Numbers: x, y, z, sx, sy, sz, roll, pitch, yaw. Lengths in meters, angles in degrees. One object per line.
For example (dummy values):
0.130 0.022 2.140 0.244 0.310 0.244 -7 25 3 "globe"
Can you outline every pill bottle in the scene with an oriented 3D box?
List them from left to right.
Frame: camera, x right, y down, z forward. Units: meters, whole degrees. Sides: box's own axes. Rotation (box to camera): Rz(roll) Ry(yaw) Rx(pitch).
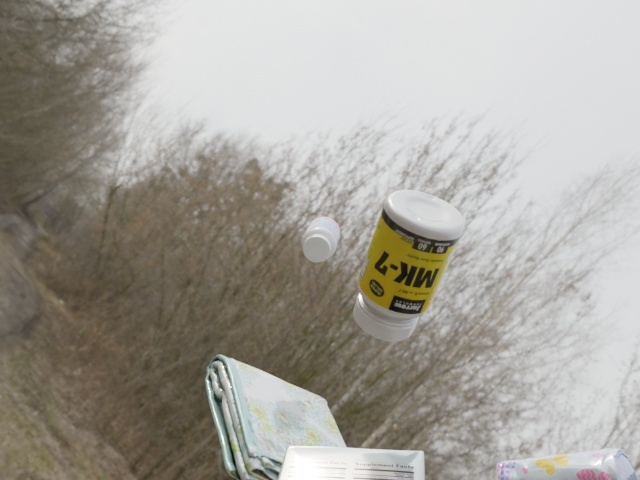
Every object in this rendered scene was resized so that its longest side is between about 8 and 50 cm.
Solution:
0.000 0.000 1.655 0.087 0.087 0.160 51 15 -9 "pill bottle"
0.124 0.041 0.993 0.119 0.119 0.208 39 -53 33 "pill bottle"

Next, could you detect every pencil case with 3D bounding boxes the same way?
0.491 0.492 1.337 0.273 0.113 0.124 -19 -76 35 "pencil case"

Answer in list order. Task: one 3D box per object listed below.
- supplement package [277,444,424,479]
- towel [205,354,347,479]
0.035 0.428 0.850 0.262 0.198 0.199 -69 157 -66 "supplement package"
-0.081 0.418 1.428 0.321 0.090 0.374 33 13 -28 "towel"
